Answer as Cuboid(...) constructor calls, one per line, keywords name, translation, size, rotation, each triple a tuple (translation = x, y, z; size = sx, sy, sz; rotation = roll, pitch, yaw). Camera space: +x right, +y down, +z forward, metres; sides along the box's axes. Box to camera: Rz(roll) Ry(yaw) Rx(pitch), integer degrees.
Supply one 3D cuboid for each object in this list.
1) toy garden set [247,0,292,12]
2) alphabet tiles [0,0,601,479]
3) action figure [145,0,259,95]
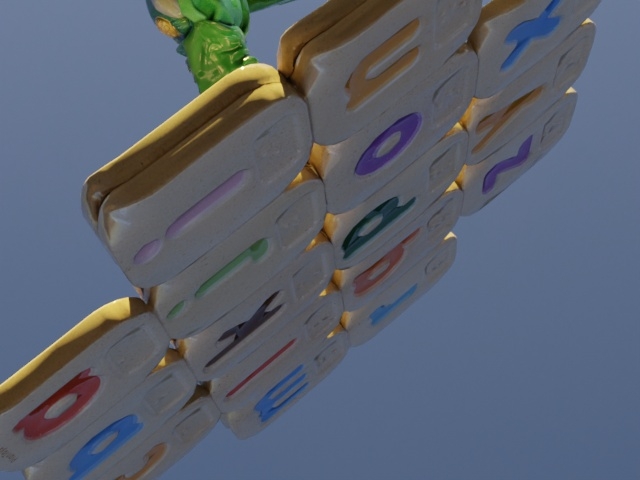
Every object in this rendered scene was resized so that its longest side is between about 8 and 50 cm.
Cuboid(name="toy garden set", translation=(0.049, -0.318, 1.299), size=(0.244, 0.204, 0.049), rotation=(-27, -77, -42))
Cuboid(name="alphabet tiles", translation=(0.000, 0.000, 0.452), size=(0.278, 0.284, 0.021), rotation=(-40, -108, -11))
Cuboid(name="action figure", translation=(-0.096, -0.165, 0.601), size=(0.063, 0.137, 0.232), rotation=(-36, -110, 13))
